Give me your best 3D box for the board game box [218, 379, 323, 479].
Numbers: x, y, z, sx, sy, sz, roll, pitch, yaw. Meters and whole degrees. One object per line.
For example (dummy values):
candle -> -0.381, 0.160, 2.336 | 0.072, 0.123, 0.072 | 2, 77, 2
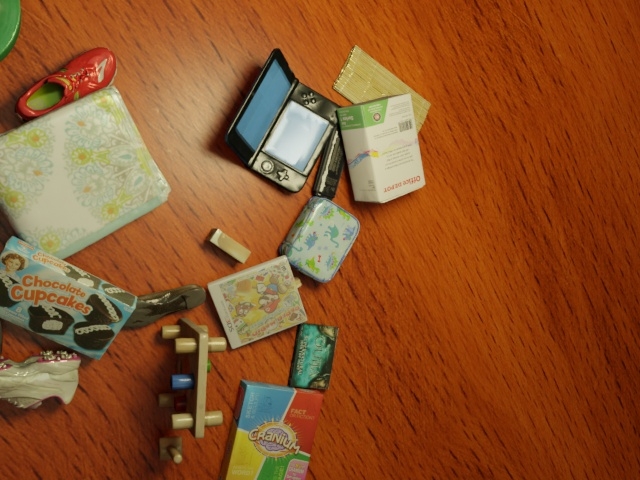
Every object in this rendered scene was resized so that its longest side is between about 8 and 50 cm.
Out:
board game box -> -0.142, 0.570, 1.774 | 0.242, 0.064, 0.316 | 13, 87, -24

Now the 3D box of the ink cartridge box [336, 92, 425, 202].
ink cartridge box -> 0.179, -0.267, 1.814 | 0.201, 0.117, 0.278 | -22, 107, -36

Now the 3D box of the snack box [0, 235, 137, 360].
snack box -> -0.630, 0.144, 1.496 | 0.322, 0.060, 0.187 | 31, 110, -22

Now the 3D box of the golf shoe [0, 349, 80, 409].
golf shoe -> -0.729, 0.342, 1.479 | 0.306, 0.115, 0.140 | -1, 96, -23

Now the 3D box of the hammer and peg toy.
hammer and peg toy -> -0.326, 0.391, 1.574 | 0.127, 0.266, 0.361 | 2, 91, -24

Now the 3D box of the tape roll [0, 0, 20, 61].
tape roll -> -0.848, -0.532, 1.401 | 0.321, 0.077, 0.321 | -1, 92, -23

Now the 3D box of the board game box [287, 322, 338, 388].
board game box -> -0.020, 0.339, 1.838 | 0.126, 0.026, 0.186 | 10, 88, -24

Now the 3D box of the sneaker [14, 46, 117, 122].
sneaker -> -0.599, -0.368, 1.496 | 0.279, 0.118, 0.107 | -42, 108, -16

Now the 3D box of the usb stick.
usb stick -> 0.043, -0.256, 1.828 | 0.077, 0.045, 0.278 | 18, 85, -29

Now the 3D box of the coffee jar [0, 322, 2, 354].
coffee jar -> -0.832, 0.230, 1.434 | 0.184, 0.079, 0.096 | -4, 56, -25

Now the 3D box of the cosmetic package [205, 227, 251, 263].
cosmetic package -> -0.251, 0.015, 1.702 | 0.115, 0.060, 0.041 | 37, 78, -23

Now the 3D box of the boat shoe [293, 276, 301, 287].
boat shoe -> -0.134, 0.115, 1.756 | 0.170, 0.063, 0.059 | -7, 101, -23

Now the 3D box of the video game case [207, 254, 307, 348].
video game case -> -0.170, 0.170, 1.715 | 0.227, 0.026, 0.206 | -20, 112, -8

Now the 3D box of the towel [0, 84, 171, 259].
towel -> -0.582, -0.156, 1.502 | 0.374, 0.090, 0.320 | -33, 117, -23

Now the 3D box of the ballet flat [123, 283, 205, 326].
ballet flat -> -0.425, 0.163, 1.640 | 0.250, 0.058, 0.084 | -16, 120, -17

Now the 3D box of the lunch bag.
lunch bag -> 0.000, 0.000, 1.788 | 0.176, 0.090, 0.219 | 31, 85, -23

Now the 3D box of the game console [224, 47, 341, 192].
game console -> -0.090, -0.315, 1.689 | 0.250, 0.173, 0.293 | 29, 81, -8

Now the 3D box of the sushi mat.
sushi mat -> 0.191, -0.436, 1.897 | 0.316, 0.019, 0.151 | 32, 79, -22
